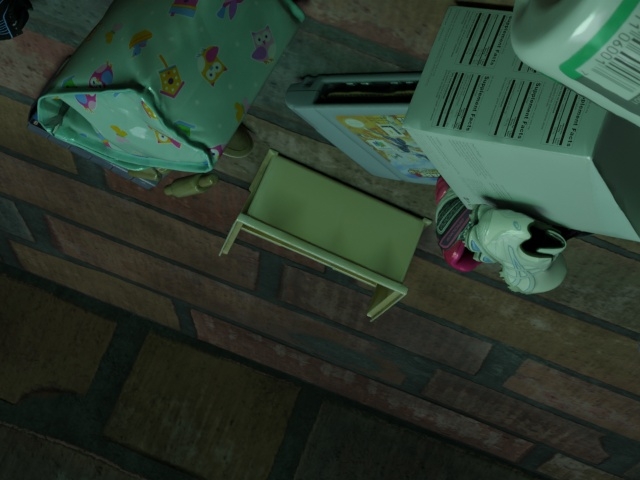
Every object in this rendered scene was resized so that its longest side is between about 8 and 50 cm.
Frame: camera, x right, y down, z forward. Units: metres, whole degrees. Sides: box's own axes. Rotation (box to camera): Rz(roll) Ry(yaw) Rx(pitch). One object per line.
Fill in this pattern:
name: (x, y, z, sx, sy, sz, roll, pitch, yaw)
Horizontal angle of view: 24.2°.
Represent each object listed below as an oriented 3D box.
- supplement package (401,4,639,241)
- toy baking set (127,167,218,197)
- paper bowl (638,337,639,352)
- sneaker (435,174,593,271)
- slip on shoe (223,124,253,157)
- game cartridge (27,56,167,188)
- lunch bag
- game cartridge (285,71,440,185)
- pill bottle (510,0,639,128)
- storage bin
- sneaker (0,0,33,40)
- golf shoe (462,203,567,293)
supplement package: (0.227, -0.118, 1.498, 0.203, 0.149, 0.194, 12, 162, 32)
toy baking set: (-0.244, -0.118, 2.142, 0.197, 0.030, 0.256, 31, 162, -29)
paper bowl: (0.545, 0.111, 1.819, 0.284, 0.148, 0.284, 21, 163, 7)
sneaker: (0.272, -0.039, 1.667, 0.299, 0.112, 0.121, -16, 142, 27)
slip on shoe: (-0.139, -0.159, 2.043, 0.135, 0.051, 0.041, 42, 159, -30)
game cartridge: (-0.306, -0.171, 2.210, 0.230, 0.068, 0.355, 22, 165, -16)
lunch bag: (-0.180, -0.199, 1.645, 0.262, 0.223, 0.160, 4, 148, 49)
game cartridge: (0.120, -0.130, 1.784, 0.297, 0.062, 0.198, 5, 152, 47)
pill bottle: (0.346, -0.147, 1.150, 0.361, 0.204, 0.204, 27, 163, -15)
storage bin: (0.000, 0.000, 2.232, 0.262, 0.123, 0.260, 23, 164, -5)
sneaker: (-0.403, -0.303, 1.883, 0.090, 0.081, 0.232, 25, 171, -20)
golf shoe: (0.226, 0.015, 1.566, 0.086, 0.069, 0.176, 3, 165, 39)
